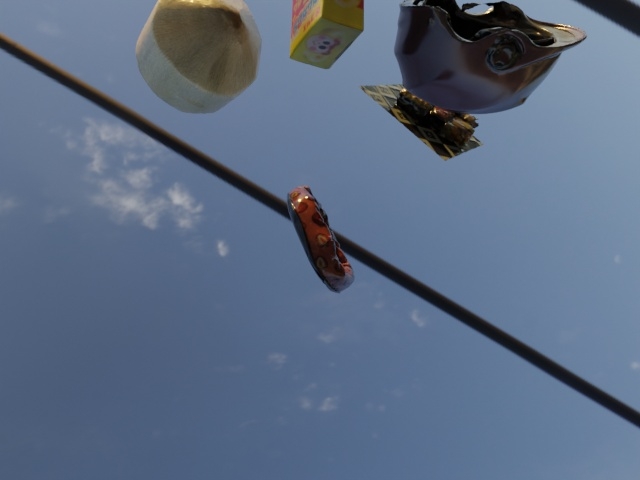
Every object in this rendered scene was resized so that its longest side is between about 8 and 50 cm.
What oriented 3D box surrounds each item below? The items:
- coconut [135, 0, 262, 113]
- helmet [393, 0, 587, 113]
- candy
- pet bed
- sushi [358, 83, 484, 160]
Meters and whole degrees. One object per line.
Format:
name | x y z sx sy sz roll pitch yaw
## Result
coconut | -0.239 -0.392 1.151 0.237 0.266 0.237 10 -108 -31
helmet | 0.296 -0.343 1.076 0.338 0.197 0.271 17 -147 4
candy | 0.012 -0.466 1.011 0.088 0.146 0.276 8 -105 -25
pet bed | 0.000 0.000 0.941 0.053 0.201 0.201 -26 -92 3
sushi | 0.287 -0.343 1.473 0.292 0.059 0.294 45 -143 15
